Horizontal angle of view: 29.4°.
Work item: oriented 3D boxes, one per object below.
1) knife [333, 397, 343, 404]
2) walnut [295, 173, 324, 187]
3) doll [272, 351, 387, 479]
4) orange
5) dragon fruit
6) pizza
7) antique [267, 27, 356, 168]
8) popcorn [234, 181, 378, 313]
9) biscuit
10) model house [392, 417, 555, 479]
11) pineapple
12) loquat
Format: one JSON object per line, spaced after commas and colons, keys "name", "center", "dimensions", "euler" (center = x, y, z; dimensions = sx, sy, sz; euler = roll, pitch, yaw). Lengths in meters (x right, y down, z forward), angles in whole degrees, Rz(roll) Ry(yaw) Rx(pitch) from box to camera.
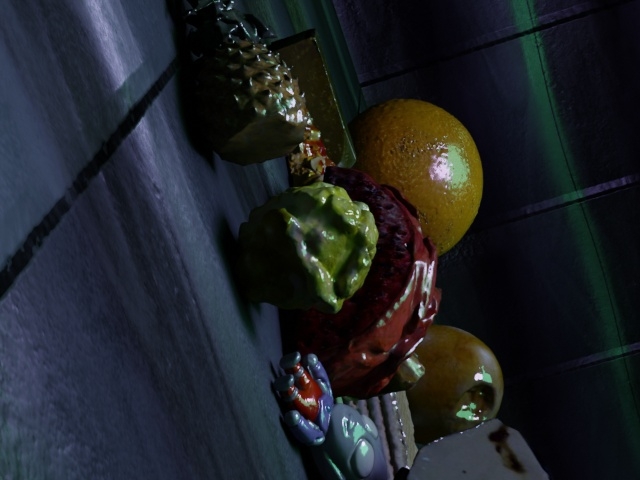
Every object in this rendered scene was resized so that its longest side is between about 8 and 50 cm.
{"name": "knife", "center": [0.017, 0.172, 1.536], "dimensions": [0.030, 0.014, 0.207], "euler": [59, 15, -52]}
{"name": "walnut", "center": [0.000, 0.000, 1.577], "dimensions": [0.143, 0.069, 0.170], "euler": [-22, 100, -78]}
{"name": "doll", "center": [0.018, 0.210, 1.281], "dimensions": [0.227, 0.075, 0.102], "euler": [56, 33, -28]}
{"name": "orange", "center": [0.140, -0.098, 2.028], "dimensions": [0.274, 0.274, 0.274], "euler": [-17, 90, -82]}
{"name": "dragon fruit", "center": [0.080, 0.075, 1.439], "dimensions": [0.205, 0.152, 0.317], "euler": [64, 26, -45]}
{"name": "pizza", "center": [-0.012, -0.120, 1.766], "dimensions": [0.188, 0.062, 0.199], "euler": [29, 43, -81]}
{"name": "antique", "center": [-0.010, -0.204, 1.863], "dimensions": [0.080, 0.081, 0.221], "euler": [-81, 152, -69]}
{"name": "popcorn", "center": [-0.014, 0.007, 1.222], "dimensions": [0.126, 0.145, 0.125], "euler": [-65, 145, -66]}
{"name": "biscuit", "center": [0.077, 0.241, 1.574], "dimensions": [0.144, 0.078, 0.426], "euler": [64, 13, -50]}
{"name": "model house", "center": [0.113, 0.393, 1.241], "dimensions": [0.317, 0.297, 0.282], "euler": [-119, -144, -49]}
{"name": "pineapple", "center": [-0.094, -0.197, 1.262], "dimensions": [0.125, 0.125, 0.251], "euler": [58, 12, -60]}
{"name": "loquat", "center": [0.162, 0.206, 1.758], "dimensions": [0.227, 0.179, 0.179], "euler": [14, -53, 59]}
